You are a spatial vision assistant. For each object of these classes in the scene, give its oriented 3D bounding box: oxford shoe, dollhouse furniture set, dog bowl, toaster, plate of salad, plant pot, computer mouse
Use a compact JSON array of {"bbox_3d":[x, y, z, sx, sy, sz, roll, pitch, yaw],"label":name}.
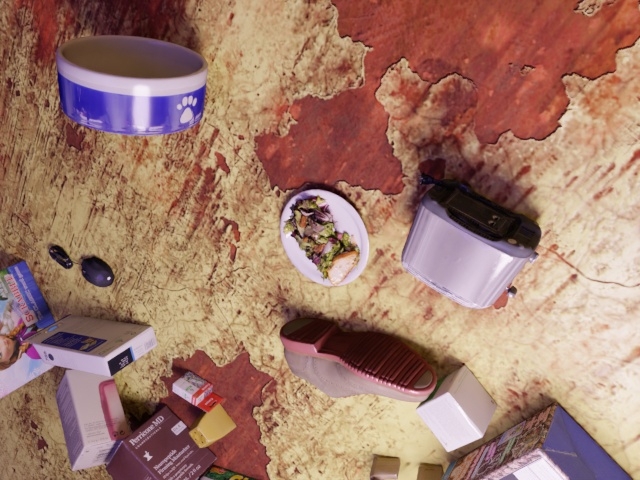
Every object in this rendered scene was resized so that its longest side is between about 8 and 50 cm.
[{"bbox_3d":[0.073,0.256,1.225,0.348,0.123,0.130,15,122,38],"label":"oxford shoe"},{"bbox_3d":[0.183,0.543,1.273,0.151,0.144,0.123,-8,111,20],"label":"dollhouse furniture set"},{"bbox_3d":[-0.346,-0.294,1.152,0.265,0.265,0.104,24,123,22],"label":"dog bowl"},{"bbox_3d":[0.228,0.005,1.004,0.227,0.129,0.146,30,126,16],"label":"toaster"},{"bbox_3d":[0.000,0.000,1.196,0.200,0.048,0.200,14,118,28],"label":"plate of salad"},{"bbox_3d":[-0.280,0.472,1.556,0.081,0.083,0.081,51,127,2],"label":"plant pot"},{"bbox_3d":[-0.640,0.068,1.636,0.242,0.041,0.071,17,119,26],"label":"computer mouse"}]

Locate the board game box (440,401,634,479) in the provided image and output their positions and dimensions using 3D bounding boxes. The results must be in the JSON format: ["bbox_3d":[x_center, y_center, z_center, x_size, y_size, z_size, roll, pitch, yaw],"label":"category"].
[{"bbox_3d":[0.379,0.471,1.100,0.232,0.141,0.291,47,127,7],"label":"board game box"}]

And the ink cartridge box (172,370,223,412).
[{"bbox_3d":[-0.304,0.376,1.542,0.115,0.063,0.029,25,124,21],"label":"ink cartridge box"}]

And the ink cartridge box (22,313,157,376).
[{"bbox_3d":[-0.606,0.269,1.624,0.333,0.165,0.065,4,114,32],"label":"ink cartridge box"}]

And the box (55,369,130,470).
[{"bbox_3d":[-0.627,0.482,1.698,0.148,0.127,0.232,-54,51,37],"label":"box"}]

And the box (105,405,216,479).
[{"bbox_3d":[-0.423,0.593,1.646,0.203,0.168,0.167,42,127,9],"label":"box"}]

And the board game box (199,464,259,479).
[{"bbox_3d":[-0.207,0.647,1.554,0.260,0.136,0.030,5,109,30],"label":"board game box"}]

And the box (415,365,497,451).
[{"bbox_3d":[0.250,0.307,1.136,0.102,0.101,0.087,52,127,3],"label":"box"}]

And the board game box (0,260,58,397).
[{"bbox_3d":[-0.896,0.259,1.708,0.066,0.318,0.318,-17,101,36],"label":"board game box"}]
